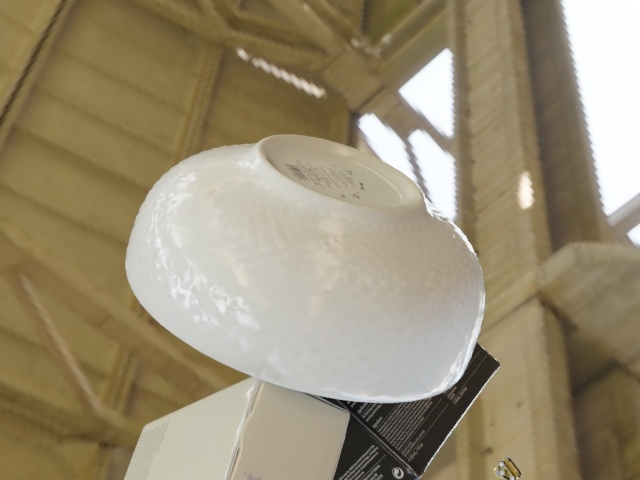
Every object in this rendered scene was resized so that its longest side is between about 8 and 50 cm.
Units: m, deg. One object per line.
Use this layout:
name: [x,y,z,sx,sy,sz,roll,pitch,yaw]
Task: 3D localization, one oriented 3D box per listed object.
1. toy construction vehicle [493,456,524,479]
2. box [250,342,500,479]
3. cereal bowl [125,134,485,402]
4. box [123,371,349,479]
toy construction vehicle: [0.248,0.339,1.716,0.098,0.035,0.086,52,-153,12]
box: [0.054,0.147,1.371,0.184,0.103,0.261,45,-148,4]
cereal bowl: [0.000,0.000,1.200,0.339,0.141,0.339,17,-158,-7]
box: [-0.088,0.206,1.184,0.094,0.275,0.113,27,-116,-19]
